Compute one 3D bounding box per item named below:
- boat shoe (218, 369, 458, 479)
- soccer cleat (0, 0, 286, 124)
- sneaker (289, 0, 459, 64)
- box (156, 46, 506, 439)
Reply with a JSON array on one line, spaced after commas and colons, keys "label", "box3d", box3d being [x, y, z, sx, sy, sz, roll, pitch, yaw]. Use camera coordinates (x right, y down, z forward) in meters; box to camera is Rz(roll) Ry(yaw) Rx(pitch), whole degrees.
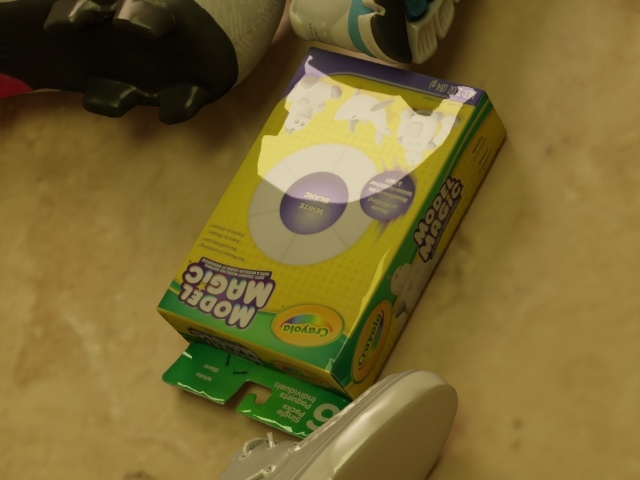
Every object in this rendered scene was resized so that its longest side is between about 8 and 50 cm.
[{"label": "boat shoe", "box3d": [-0.021, 0.117, 0.723, 0.184, 0.066, 0.063, -49, 55, 2]}, {"label": "soccer cleat", "box3d": [-0.161, -0.143, 0.918, 0.331, 0.116, 0.143, 10, 50, 26]}, {"label": "sneaker", "box3d": [0.044, -0.165, 0.845, 0.083, 0.071, 0.191, 7, 49, 39]}, {"label": "box", "box3d": [0.000, 0.000, 0.792, 0.105, 0.043, 0.179, 17, 71, 32]}]
